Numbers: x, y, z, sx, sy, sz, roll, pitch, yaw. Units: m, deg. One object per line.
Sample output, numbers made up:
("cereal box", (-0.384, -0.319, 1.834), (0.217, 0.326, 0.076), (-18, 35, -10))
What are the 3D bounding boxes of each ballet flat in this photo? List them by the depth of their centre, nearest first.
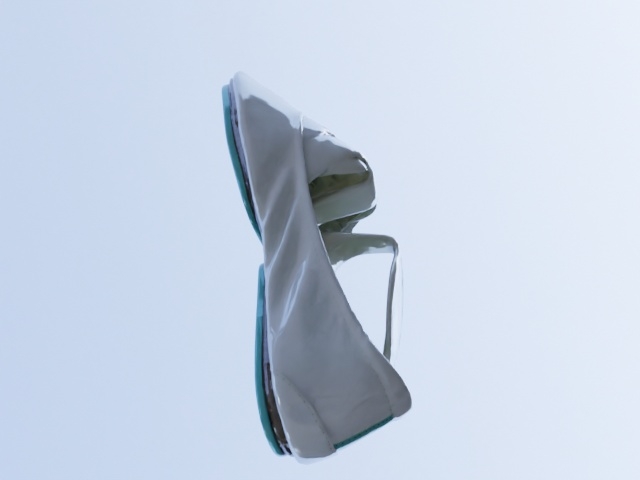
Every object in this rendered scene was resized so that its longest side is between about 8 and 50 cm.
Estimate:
("ballet flat", (0.000, 0.000, 0.853), (0.139, 0.400, 0.139), (-6, -38, -5))
